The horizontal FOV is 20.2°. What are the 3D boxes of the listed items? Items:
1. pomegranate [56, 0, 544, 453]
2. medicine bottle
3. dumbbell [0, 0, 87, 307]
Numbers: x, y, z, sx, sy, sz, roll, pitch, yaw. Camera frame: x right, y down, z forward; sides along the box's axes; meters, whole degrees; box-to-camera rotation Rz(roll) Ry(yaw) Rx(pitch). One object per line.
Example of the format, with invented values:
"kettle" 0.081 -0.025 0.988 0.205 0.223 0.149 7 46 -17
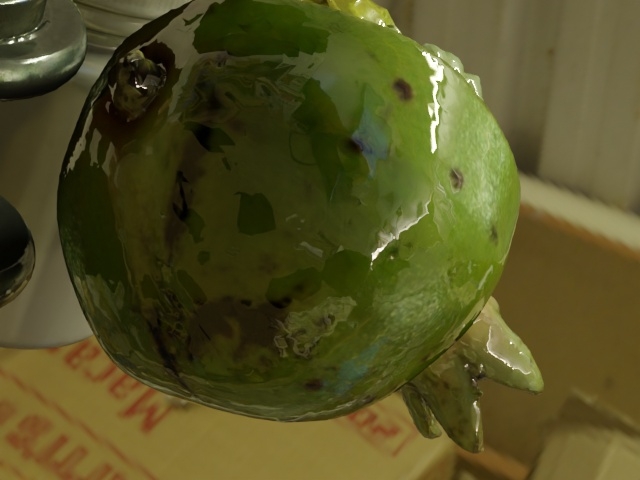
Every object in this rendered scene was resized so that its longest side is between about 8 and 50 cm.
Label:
"pomegranate" 0.000 0.000 1.020 0.260 0.260 0.340 -18 -53 44
"medicine bottle" -0.192 -0.113 1.263 0.208 0.208 0.339 31 -64 15
"dumbbell" -0.238 -0.068 1.007 0.192 0.192 0.290 27 -65 18
